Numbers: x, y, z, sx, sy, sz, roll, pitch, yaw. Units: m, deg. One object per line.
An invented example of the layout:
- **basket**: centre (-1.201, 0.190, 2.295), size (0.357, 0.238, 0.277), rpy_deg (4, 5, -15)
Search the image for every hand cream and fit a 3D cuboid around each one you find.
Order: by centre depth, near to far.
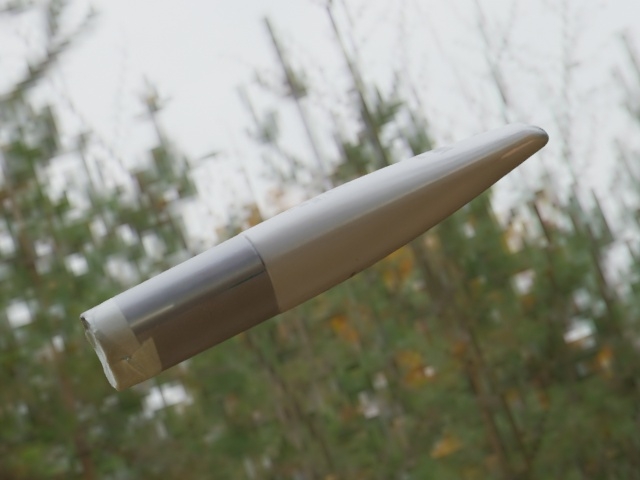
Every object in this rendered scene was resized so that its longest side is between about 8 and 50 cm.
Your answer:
- **hand cream**: centre (0.000, 0.000, 1.002), size (0.255, 0.048, 0.079), rpy_deg (-28, 11, -11)
